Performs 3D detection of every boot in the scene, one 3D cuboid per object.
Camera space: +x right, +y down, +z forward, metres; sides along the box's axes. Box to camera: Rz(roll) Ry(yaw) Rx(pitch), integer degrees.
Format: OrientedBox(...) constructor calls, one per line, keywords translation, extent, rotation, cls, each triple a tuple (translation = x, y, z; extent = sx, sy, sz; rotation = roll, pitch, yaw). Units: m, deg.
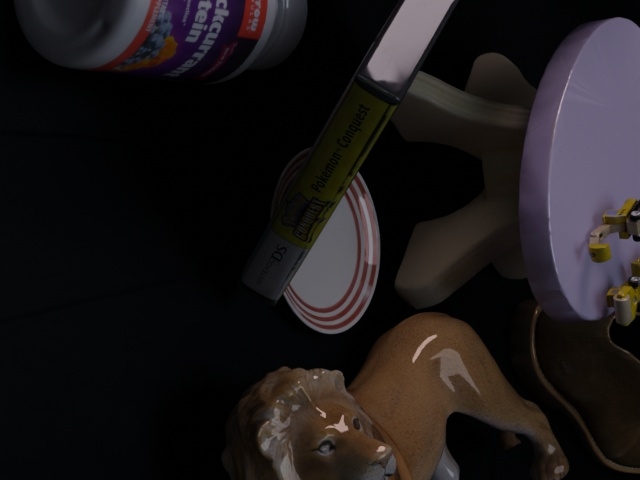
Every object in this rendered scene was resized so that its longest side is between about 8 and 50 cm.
OrientedBox(translation=(0.291, 0.139, 1.788), extent=(0.305, 0.115, 0.112), rotation=(36, 56, -48), cls="boot")

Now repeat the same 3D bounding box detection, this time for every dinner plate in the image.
OrientedBox(translation=(0.000, 0.000, 1.477), extent=(0.141, 0.017, 0.141), rotation=(7, 81, -55), cls="dinner plate")

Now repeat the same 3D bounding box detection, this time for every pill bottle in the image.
OrientedBox(translation=(-0.096, -0.157, 1.280), extent=(0.193, 0.108, 0.108), rotation=(1, 86, -54), cls="pill bottle")

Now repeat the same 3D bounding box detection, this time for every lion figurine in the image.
OrientedBox(translation=(0.055, 0.146, 1.466), extent=(0.240, 0.142, 0.392), rotation=(66, 25, -13), cls="lion figurine")

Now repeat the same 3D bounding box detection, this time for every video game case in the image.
OrientedBox(translation=(0.046, -0.117, 1.365), extent=(0.035, 0.248, 0.275), rotation=(30, 51, -1), cls="video game case")

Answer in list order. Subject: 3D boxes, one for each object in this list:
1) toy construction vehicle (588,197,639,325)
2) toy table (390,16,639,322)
OrientedBox(translation=(0.237, 0.014, 1.521), extent=(0.098, 0.035, 0.086), rotation=(-48, 134, -44), cls="toy construction vehicle")
OrientedBox(translation=(0.163, -0.055, 1.588), extent=(0.252, 0.161, 0.274), rotation=(61, 42, -30), cls="toy table")
